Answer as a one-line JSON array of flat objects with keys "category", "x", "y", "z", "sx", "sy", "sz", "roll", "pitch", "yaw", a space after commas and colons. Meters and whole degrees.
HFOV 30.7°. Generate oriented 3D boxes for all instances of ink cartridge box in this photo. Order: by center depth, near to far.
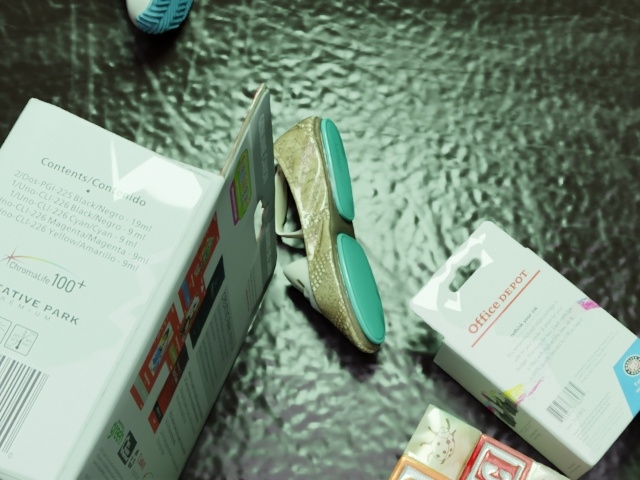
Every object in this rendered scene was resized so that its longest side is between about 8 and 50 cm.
[{"category": "ink cartridge box", "x": -0.138, "y": 0.054, "z": 0.774, "sx": 0.130, "sy": 0.309, "sz": 0.272, "roll": 22, "pitch": 68, "yaw": 7}, {"category": "ink cartridge box", "x": 0.163, "y": 0.083, "z": 0.902, "sx": 0.181, "sy": 0.061, "sz": 0.104, "roll": 41, "pitch": 72, "yaw": 13}]

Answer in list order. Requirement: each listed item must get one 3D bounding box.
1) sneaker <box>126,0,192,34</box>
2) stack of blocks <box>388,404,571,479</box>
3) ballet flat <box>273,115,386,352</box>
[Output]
[{"category": "sneaker", "x": -0.161, "y": -0.276, "z": 1.032, "sx": 0.092, "sy": 0.087, "sz": 0.229, "roll": -6, "pitch": 61, "yaw": 4}, {"category": "stack of blocks", "x": 0.078, "y": 0.288, "z": 0.804, "sx": 0.171, "sy": 0.087, "sz": 0.297, "roll": 29, "pitch": 70, "yaw": 10}, {"category": "ballet flat", "x": 0.000, "y": 0.000, "z": 0.939, "sx": 0.067, "sy": 0.073, "sz": 0.206, "roll": -20, "pitch": 65, "yaw": 20}]
